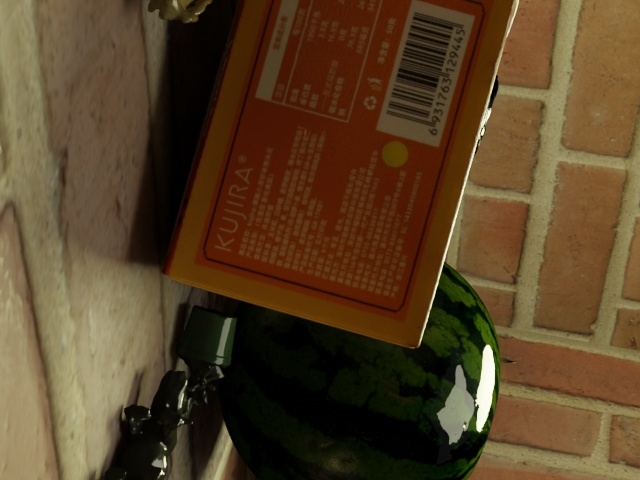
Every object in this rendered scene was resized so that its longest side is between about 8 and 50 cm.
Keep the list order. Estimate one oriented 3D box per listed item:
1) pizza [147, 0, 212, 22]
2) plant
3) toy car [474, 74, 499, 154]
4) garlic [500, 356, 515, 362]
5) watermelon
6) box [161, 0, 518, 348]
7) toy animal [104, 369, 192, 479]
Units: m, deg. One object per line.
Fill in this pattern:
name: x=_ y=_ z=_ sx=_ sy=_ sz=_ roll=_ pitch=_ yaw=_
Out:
pizza: x=-0.064 y=-0.276 z=1.070 sx=0.189 sy=0.071 sz=0.297 roll=135 pitch=-28 yaw=-76
plant: x=-0.103 y=0.109 z=1.297 sx=0.051 sy=0.051 sz=0.102 roll=-6 pitch=111 yaw=-81
toy car: x=0.083 y=-0.211 z=1.506 sx=0.359 sy=0.213 sz=0.176 roll=93 pitch=14 yaw=-67
garlic: x=0.048 y=0.200 z=1.762 sx=0.340 sy=0.246 sz=0.231 roll=-62 pitch=149 yaw=-31
watermelon: x=0.039 y=0.136 z=1.476 sx=0.285 sy=0.285 sz=0.285 roll=10 pitch=90 yaw=-81
box: x=0.016 y=-0.078 z=1.218 sx=0.259 sy=0.214 sz=0.283 roll=19 pitch=88 yaw=-89
toy animal: x=-0.131 y=0.155 z=1.183 sx=0.065 sy=0.047 sz=0.136 roll=97 pitch=7 yaw=-49
